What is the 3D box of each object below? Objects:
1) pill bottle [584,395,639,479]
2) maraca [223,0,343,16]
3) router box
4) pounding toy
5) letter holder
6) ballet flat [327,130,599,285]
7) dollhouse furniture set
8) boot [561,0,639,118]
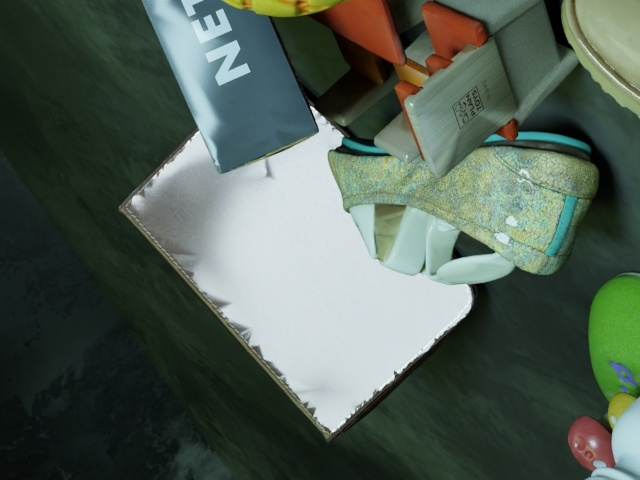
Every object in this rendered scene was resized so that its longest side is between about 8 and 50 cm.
[{"bbox_3d":[0.259,0.133,1.106,0.131,0.229,0.131,44,162,18],"label":"pill bottle"},{"bbox_3d":[-0.008,-0.189,1.054,0.186,0.099,0.127,2,143,28],"label":"maraca"},{"bbox_3d":[-0.098,-0.206,1.313,0.243,0.081,0.308,-104,-10,-85],"label":"router box"},{"bbox_3d":[0.265,0.141,1.320,0.237,0.110,0.183,39,160,35],"label":"pounding toy"},{"bbox_3d":[0.000,0.000,1.686,0.302,0.214,0.152,47,-165,7],"label":"letter holder"},{"bbox_3d":[0.091,-0.024,1.367,0.123,0.123,0.348,55,161,-17],"label":"ballet flat"},{"bbox_3d":[0.037,-0.157,1.214,0.259,0.135,0.262,34,157,43],"label":"dollhouse furniture set"},{"bbox_3d":[0.241,-0.127,0.855,0.236,0.089,0.269,35,161,12],"label":"boot"}]
